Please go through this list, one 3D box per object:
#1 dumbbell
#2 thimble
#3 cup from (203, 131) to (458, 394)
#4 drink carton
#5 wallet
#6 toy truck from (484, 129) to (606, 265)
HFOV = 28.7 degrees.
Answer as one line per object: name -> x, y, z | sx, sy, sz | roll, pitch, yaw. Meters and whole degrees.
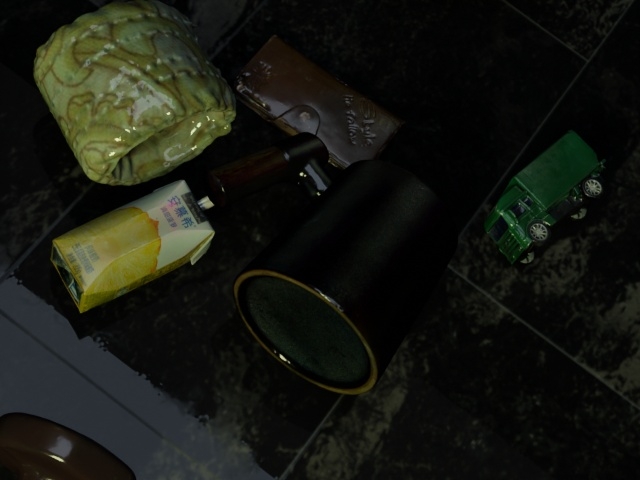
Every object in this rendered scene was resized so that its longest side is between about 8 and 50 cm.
dumbbell -> -0.259, 0.268, 1.053 | 0.140, 0.124, 0.225 | 43, 58, -31
thimble -> -0.180, -0.152, 1.260 | 0.190, 0.137, 0.143 | -24, 71, -37
cup -> 0.013, 0.002, 1.200 | 0.177, 0.166, 0.239 | -50, 118, -30
drink carton -> -0.162, -0.007, 1.231 | 0.200, 0.074, 0.084 | -26, 76, -23
wallet -> -0.004, -0.146, 1.357 | 0.176, 0.026, 0.095 | 36, 66, 5
toy truck -> 0.242, -0.043, 1.348 | 0.147, 0.065, 0.079 | -40, 78, -25
